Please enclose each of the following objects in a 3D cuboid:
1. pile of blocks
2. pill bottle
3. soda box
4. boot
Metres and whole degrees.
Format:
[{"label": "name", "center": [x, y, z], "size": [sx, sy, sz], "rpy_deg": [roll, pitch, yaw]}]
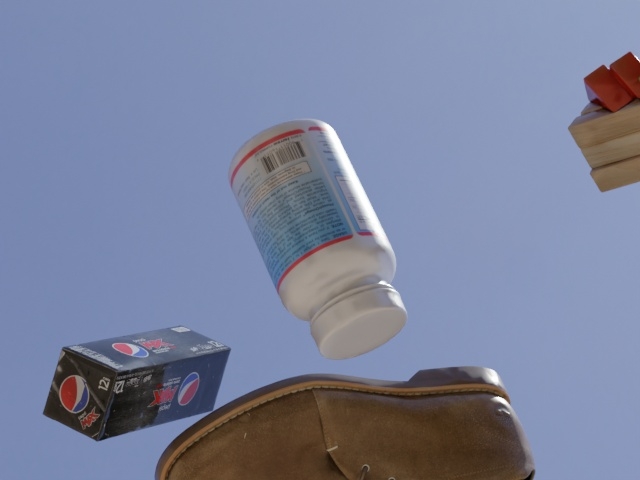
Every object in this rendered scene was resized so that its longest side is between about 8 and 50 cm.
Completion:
[{"label": "pile of blocks", "center": [0.310, -0.120, 1.304], "size": [0.149, 0.362, 0.112], "rpy_deg": [-38, -73, -18]}, {"label": "pill bottle", "center": [0.000, 0.000, 1.251], "size": [0.087, 0.160, 0.087], "rpy_deg": [-19, -27, -10]}, {"label": "soda box", "center": [-0.138, 0.108, 1.364], "size": [0.053, 0.169, 0.060], "rpy_deg": [23, -77, 25]}, {"label": "boot", "center": [0.026, 0.176, 1.385], "size": [0.305, 0.115, 0.112], "rpy_deg": [-7, -45, -19]}]
